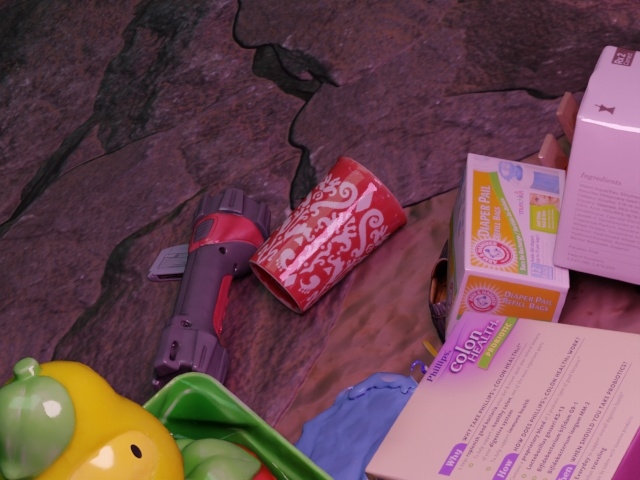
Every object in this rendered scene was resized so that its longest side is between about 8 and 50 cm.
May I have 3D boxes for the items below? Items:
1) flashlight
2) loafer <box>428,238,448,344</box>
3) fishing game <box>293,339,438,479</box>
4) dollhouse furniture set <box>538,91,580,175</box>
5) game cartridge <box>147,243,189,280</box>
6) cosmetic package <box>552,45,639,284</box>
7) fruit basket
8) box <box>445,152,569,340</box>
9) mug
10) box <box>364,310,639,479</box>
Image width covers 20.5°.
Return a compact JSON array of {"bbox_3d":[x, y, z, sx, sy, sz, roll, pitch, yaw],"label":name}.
[{"bbox_3d":[-0.128,0.072,2.124,0.103,0.103,0.304,10,45,0],"label":"flashlight"},{"bbox_3d":[0.151,0.040,1.962,0.062,0.061,0.170,-20,34,19],"label":"loafer"},{"bbox_3d":[0.036,0.213,1.844,0.264,0.041,0.189,-42,23,-4],"label":"fishing game"},{"bbox_3d":[0.392,-0.160,1.963,0.262,0.135,0.259,-5,41,35],"label":"dollhouse furniture set"},{"bbox_3d":[-0.180,0.028,2.291,0.083,0.017,0.056,-4,45,36],"label":"game cartridge"},{"bbox_3d":[0.331,-0.071,1.782,0.151,0.183,0.151,13,38,12],"label":"cosmetic package"},{"bbox_3d":[-0.170,0.271,1.575,0.283,0.392,0.392,38,70,22],"label":"fruit basket"},{"bbox_3d":[0.197,0.014,1.883,0.114,0.103,0.203,10,40,-3],"label":"box"},{"bbox_3d":[0.007,0.005,2.115,0.113,0.150,0.169,40,76,18],"label":"mug"},{"bbox_3d":[0.205,0.192,1.650,0.243,0.117,0.213,7,48,36],"label":"box"}]
